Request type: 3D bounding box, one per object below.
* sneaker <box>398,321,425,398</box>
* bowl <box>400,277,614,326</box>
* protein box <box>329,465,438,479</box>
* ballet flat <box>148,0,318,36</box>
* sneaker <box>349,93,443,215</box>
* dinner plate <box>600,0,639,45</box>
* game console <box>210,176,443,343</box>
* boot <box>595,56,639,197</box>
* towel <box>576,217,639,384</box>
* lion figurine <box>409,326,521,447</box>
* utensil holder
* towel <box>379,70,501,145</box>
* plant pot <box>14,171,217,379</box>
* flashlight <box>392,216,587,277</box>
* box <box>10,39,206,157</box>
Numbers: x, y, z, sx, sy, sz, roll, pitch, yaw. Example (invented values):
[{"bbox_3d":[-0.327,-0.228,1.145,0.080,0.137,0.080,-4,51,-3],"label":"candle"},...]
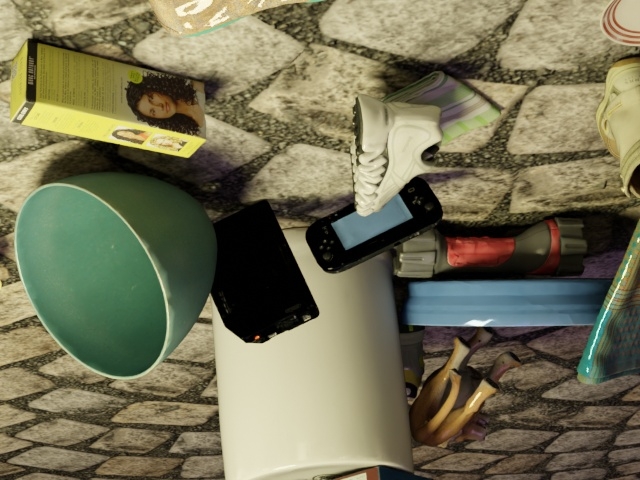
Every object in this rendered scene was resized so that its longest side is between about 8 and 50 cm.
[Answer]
[{"bbox_3d":[0.103,0.245,2.237,0.145,0.147,0.385,0,169,-7],"label":"sneaker"},{"bbox_3d":[0.328,0.102,1.969,0.391,0.077,0.391,-1,177,0],"label":"bowl"},{"bbox_3d":[0.106,0.477,1.812,0.136,0.201,0.199,-23,150,32],"label":"protein box"},{"bbox_3d":[-0.047,-0.291,1.185,0.316,0.108,0.106,-17,139,20],"label":"ballet flat"},{"bbox_3d":[0.099,-0.107,1.563,0.118,0.110,0.292,-5,165,-3],"label":"sneaker"},{"bbox_3d":[0.406,-0.280,1.402,0.141,0.017,0.141,-6,155,-3],"label":"dinner plate"},{"bbox_3d":[0.000,0.000,1.722,0.361,0.213,0.044,-26,145,-2],"label":"game console"},{"bbox_3d":[0.423,-0.122,1.563,0.077,0.165,0.213,-8,153,6],"label":"boot"},{"bbox_3d":[0.548,0.053,1.812,0.271,0.040,0.370,-3,121,-39],"label":"towel"},{"bbox_3d":[0.218,0.277,2.001,0.240,0.142,0.392,-51,161,16],"label":"lion figurine"},{"bbox_3d":[-0.015,0.219,1.930,0.327,0.386,0.328,-6,154,-3],"label":"utensil holder"},{"bbox_3d":[0.160,-0.172,1.567,0.113,0.023,0.152,-23,150,34],"label":"towel"},{"bbox_3d":[-0.259,0.023,1.645,0.290,0.290,0.195,-32,180,43],"label":"plant pot"},{"bbox_3d":[0.275,0.012,1.902,0.304,0.103,0.103,1,-179,-5],"label":"flashlight"},{"bbox_3d":[-0.253,-0.168,1.412,0.232,0.087,0.058,8,153,-30],"label":"box"}]
